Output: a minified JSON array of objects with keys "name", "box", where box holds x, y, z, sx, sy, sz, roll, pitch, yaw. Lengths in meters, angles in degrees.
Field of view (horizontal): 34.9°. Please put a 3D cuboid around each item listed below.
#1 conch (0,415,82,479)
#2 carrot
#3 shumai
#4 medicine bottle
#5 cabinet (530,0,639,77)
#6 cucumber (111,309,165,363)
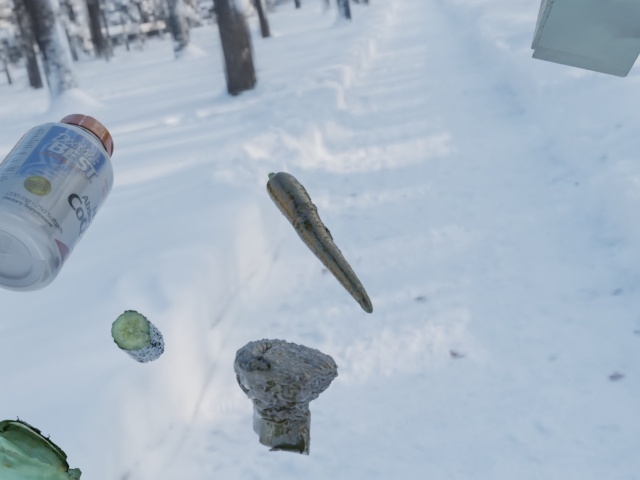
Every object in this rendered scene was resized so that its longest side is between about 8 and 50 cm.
[{"name":"conch","box":[-0.408,0.306,1.431,0.170,0.106,0.079,26,-39,-28]},{"name":"carrot","box":[0.000,0.000,1.350,0.049,0.049,0.254,-19,59,-29]},{"name":"shumai","box":[-0.065,0.253,1.628,0.166,0.176,0.206,14,1,16]},{"name":"medicine bottle","box":[-0.401,-0.070,1.493,0.156,0.157,0.289,-5,37,21]},{"name":"cabinet","box":[0.374,-0.342,1.357,0.150,0.145,0.206,13,-18,5]},{"name":"cucumber","box":[-0.242,0.136,1.375,0.058,0.058,0.187,-12,-12,-4]}]
